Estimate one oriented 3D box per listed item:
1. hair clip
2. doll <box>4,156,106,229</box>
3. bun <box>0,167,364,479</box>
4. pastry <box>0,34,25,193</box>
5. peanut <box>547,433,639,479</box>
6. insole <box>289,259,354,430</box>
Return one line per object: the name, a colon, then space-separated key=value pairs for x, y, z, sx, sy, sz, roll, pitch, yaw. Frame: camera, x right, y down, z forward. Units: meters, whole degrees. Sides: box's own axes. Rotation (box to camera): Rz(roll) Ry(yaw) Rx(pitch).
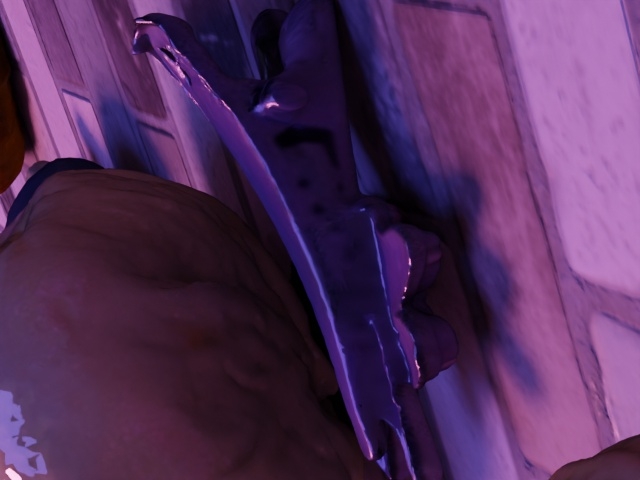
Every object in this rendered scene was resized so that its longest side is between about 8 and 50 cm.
hair clip: x=0.010 y=-0.010 z=0.813 sx=0.278 sy=0.090 sz=0.137 roll=61 pitch=161 yaw=-5
doll: x=-0.199 y=0.029 z=1.330 sx=0.228 sy=0.154 sz=0.258 roll=67 pitch=155 yaw=6
bun: x=-0.093 y=0.110 z=1.006 sx=0.361 sy=0.213 sz=0.361 roll=59 pitch=177 yaw=6
pastry: x=-0.424 y=-0.187 z=1.604 sx=0.356 sy=0.163 sz=0.356 roll=50 pitch=157 yaw=30
peanut: x=0.139 y=0.201 z=0.625 sx=0.174 sy=0.158 sz=0.340 roll=19 pitch=147 yaw=18
insole: x=-0.005 y=0.099 z=1.088 sx=0.119 sy=0.009 sz=0.348 roll=55 pitch=159 yaw=22
